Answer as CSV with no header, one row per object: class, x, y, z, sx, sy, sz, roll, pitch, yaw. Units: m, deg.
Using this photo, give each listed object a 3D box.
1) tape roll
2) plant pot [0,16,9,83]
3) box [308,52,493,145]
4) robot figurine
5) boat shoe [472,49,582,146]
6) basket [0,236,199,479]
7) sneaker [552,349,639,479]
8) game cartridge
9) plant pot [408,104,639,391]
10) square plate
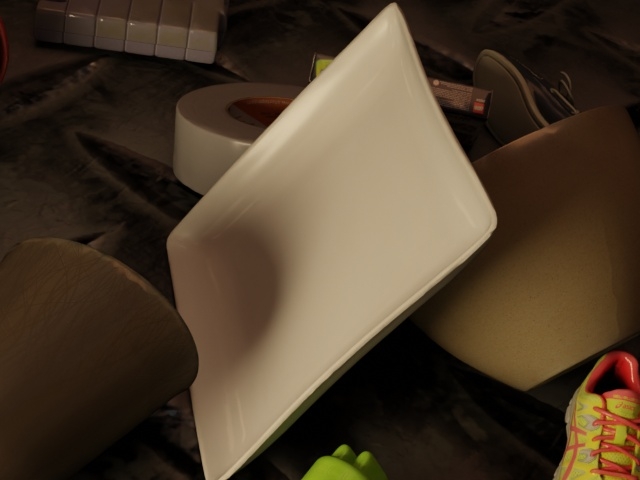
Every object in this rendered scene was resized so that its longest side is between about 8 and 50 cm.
tape roll,-0.046,-0.103,1.504,0.219,0.072,0.219,6,23,-3
plant pot,-0.432,-0.187,1.458,0.191,0.191,0.174,16,30,5
box,0.088,-0.161,1.631,0.207,0.114,0.036,12,77,-1
robot figurine,0.005,0.219,1.126,0.101,0.067,0.115,10,51,42
boat shoe,0.269,-0.139,1.664,0.079,0.095,0.254,-12,44,-27
basket,-0.242,0.126,1.133,0.204,0.154,0.227,23,41,17
sneaker,0.253,0.177,1.244,0.081,0.094,0.208,12,38,-3
game cartridge,-0.230,-0.344,1.828,0.230,0.068,0.355,11,36,-8
plant pot,0.204,0.028,1.320,0.284,0.284,0.191,-20,78,-35
square plate,0.000,0.000,1.254,0.049,0.344,0.347,32,25,-33
